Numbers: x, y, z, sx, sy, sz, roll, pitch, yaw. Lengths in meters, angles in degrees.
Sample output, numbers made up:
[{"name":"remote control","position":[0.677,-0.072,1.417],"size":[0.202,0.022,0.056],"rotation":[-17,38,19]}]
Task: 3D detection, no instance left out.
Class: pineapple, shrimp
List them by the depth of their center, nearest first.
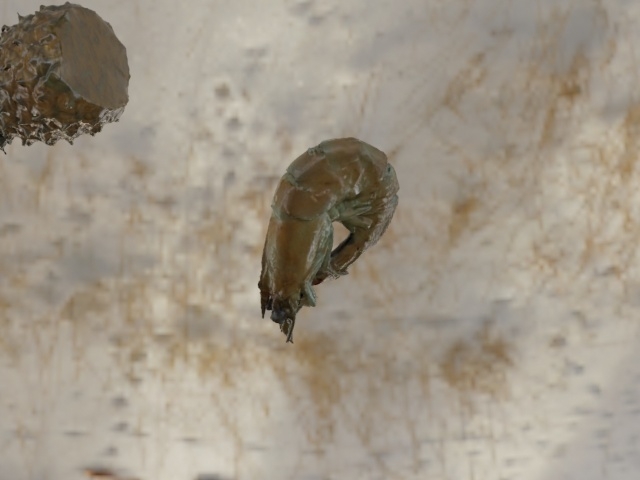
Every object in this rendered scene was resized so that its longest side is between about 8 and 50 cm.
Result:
[{"name":"shrimp","position":[0.000,0.000,1.194],"size":[0.099,0.041,0.180],"rotation":[2,123,-29]},{"name":"pineapple","position":[-0.269,-0.110,1.318],"size":[0.251,0.125,0.125],"rotation":[-15,149,36]}]
